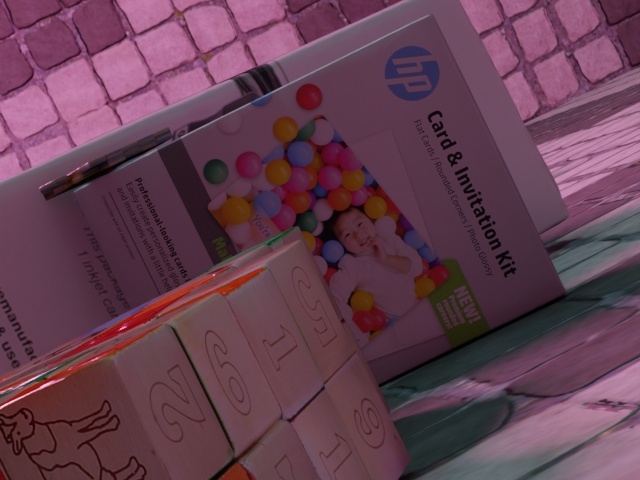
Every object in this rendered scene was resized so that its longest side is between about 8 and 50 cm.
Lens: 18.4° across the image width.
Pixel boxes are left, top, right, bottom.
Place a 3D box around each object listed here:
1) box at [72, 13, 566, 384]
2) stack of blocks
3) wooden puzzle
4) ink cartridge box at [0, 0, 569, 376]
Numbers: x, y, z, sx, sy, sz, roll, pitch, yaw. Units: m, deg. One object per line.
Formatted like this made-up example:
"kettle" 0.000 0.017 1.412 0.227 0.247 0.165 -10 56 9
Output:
"box" 0.000 0.000 0.920 0.186 0.145 0.038 -26 3 3
"stack of blocks" -0.065 0.075 0.663 0.171 0.087 0.297 -25 2 18
"wooden puzzle" -0.100 -0.036 0.933 0.083 0.006 0.049 -28 3 -38
"ink cartridge box" -0.099 0.026 1.124 0.395 0.166 0.285 -28 2 -38
